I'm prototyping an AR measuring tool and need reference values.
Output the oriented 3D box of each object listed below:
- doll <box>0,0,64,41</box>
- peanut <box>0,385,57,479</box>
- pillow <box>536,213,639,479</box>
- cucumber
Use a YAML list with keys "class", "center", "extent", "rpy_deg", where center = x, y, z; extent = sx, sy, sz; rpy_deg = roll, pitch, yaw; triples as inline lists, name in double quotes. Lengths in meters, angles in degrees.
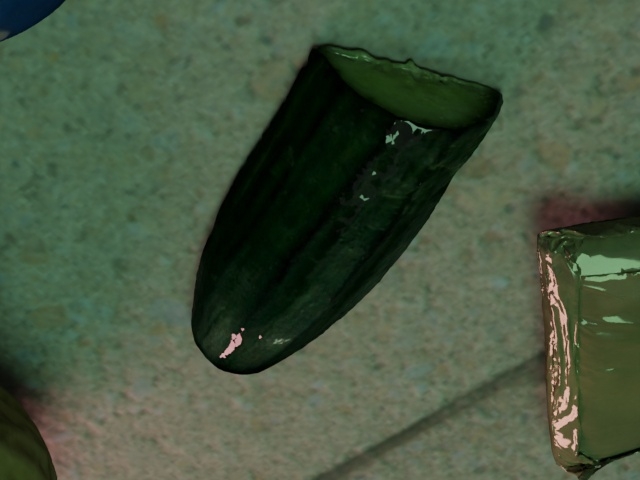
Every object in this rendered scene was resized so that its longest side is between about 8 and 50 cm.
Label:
- class: "doll"
  center: [-0.206, -0.200, 0.712]
  extent: [0.215, 0.161, 0.257]
  rpy_deg: [-18, 119, 46]
- class: "peanut"
  center: [-0.259, 0.103, 0.952]
  extent: [0.159, 0.143, 0.291]
  rpy_deg: [-13, 129, 6]
- class: "pillow"
  center: [0.196, 0.061, 0.996]
  extent: [0.119, 0.053, 0.208]
  rpy_deg: [-9, 127, -1]
- class: "cucumber"
  center: [0.000, 0.000, 0.937]
  extent: [0.115, 0.063, 0.244]
  rpy_deg: [21, 125, -17]
